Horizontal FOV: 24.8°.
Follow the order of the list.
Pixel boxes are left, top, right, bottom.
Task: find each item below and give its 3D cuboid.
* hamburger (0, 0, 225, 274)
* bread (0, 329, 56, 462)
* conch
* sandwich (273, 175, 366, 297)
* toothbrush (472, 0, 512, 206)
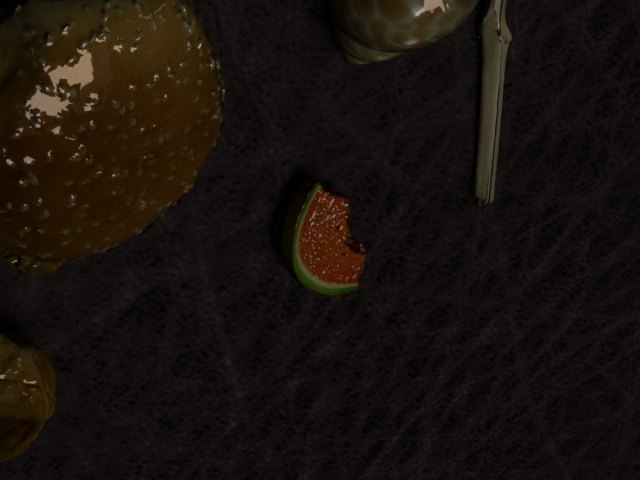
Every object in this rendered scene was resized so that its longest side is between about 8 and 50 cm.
[{"bbox_3d":[-0.151,-0.070,0.887,0.189,0.122,0.215,-18,137,-29],"label":"hamburger"},{"bbox_3d":[-0.291,0.095,0.954,0.087,0.098,0.269,-16,160,41],"label":"bread"},{"bbox_3d":[0.053,-0.192,0.959,0.116,0.106,0.173,-27,124,-5],"label":"conch"},{"bbox_3d":[-0.002,0.000,1.140,0.067,0.029,0.135,-38,140,-13],"label":"sandwich"},{"bbox_3d":[0.135,-0.138,1.126,0.028,0.026,0.294,-32,142,-34],"label":"toothbrush"}]
